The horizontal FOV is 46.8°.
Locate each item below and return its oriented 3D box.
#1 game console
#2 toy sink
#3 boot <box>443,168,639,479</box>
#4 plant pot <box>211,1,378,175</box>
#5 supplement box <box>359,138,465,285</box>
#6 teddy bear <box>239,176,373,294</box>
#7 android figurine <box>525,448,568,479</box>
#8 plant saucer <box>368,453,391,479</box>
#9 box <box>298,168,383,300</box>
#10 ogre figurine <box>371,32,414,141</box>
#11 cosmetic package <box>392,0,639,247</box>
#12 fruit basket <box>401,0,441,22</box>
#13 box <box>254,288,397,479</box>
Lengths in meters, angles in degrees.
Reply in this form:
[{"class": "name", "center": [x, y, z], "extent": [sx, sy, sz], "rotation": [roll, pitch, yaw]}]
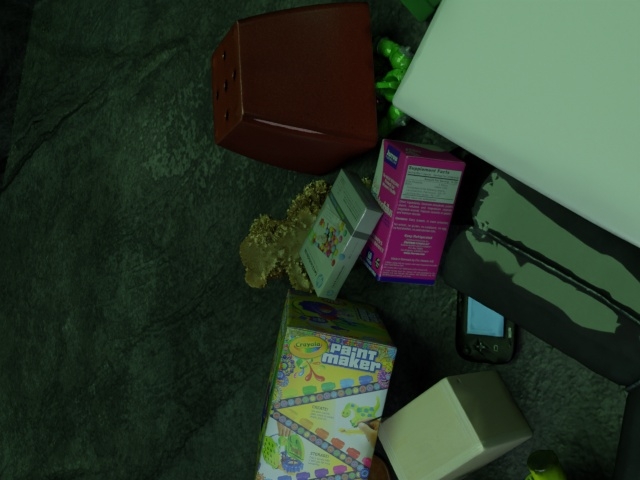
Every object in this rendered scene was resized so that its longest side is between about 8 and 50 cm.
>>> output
[{"class": "game console", "center": [0.288, 0.020, 1.204], "extent": [0.213, 0.044, 0.361], "rotation": [1, 88, 44]}, {"class": "toy sink", "center": [0.191, 0.320, 1.200], "extent": [0.234, 0.153, 0.131], "rotation": [-46, 58, 33]}, {"class": "boot", "center": [0.348, 0.149, 1.028], "extent": [0.445, 0.146, 0.367], "rotation": [36, 99, 27]}, {"class": "plant pot", "center": [-0.065, -0.278, 1.369], "extent": [0.267, 0.236, 0.267], "rotation": [161, 107, -65]}, {"class": "supplement box", "center": [0.149, -0.048, 1.250], "extent": [0.111, 0.114, 0.220], "rotation": [-128, 48, -63]}, {"class": "teddy bear", "center": [0.000, 0.000, 1.452], "extent": [0.338, 0.113, 0.245], "rotation": [-36, 70, 27]}, {"class": "android figurine", "center": [0.358, 0.417, 0.992], "extent": [0.273, 0.056, 0.248], "rotation": [64, 178, -20]}, {"class": "plant saucer", "center": [0.098, 0.438, 1.373], "extent": [0.083, 0.013, 0.083], "rotation": [-5, 83, 44]}, {"class": "box", "center": [0.031, -0.011, 1.295], "extent": [0.186, 0.038, 0.145], "rotation": [-63, 28, 24]}, {"class": "ogre figurine", "center": [0.122, -0.276, 1.349], "extent": [0.118, 0.097, 0.197], "rotation": [14, 85, 55]}, {"class": "cosmetic package", "center": [0.355, -0.221, 0.867], "extent": [0.329, 0.394, 0.327], "rotation": [35, 111, 22]}, {"class": "fruit basket", "center": [0.061, -0.568, 1.293], "extent": [0.392, 0.283, 0.392], "rotation": [-6, 78, 29]}, {"class": "box", "center": [0.001, 0.258, 1.270], "extent": [0.290, 0.177, 0.279], "rotation": [-107, 29, -82]}]
